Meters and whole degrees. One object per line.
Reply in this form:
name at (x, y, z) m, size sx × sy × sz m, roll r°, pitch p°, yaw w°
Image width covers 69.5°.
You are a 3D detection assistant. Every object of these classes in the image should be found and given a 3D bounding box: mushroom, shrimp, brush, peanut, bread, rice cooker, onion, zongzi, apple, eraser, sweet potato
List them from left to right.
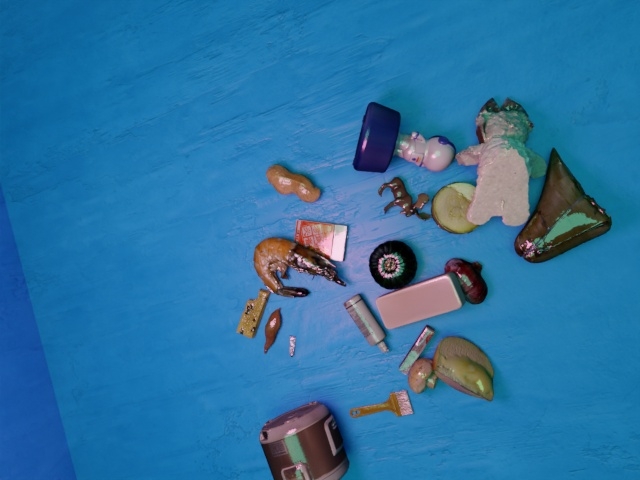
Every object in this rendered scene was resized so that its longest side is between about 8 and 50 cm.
bread at (-0.303, 0.323, 2.078) m, size 0.088 × 0.049 × 0.226 m, roll 20°, pitch 96°, yaw 14°
sweet potato at (-0.221, 0.406, 2.051) m, size 0.068 × 0.068 × 0.226 m, roll 19°, pitch 97°, yaw 14°
peanut at (-0.118, -0.245, 1.991) m, size 0.262 × 0.101 × 0.117 m, roll 22°, pitch 122°, yaw 11°
shrimp at (-0.097, 0.145, 1.984) m, size 0.444 × 0.085 × 0.272 m, roll 17°, pitch 112°, yaw 17°
rice cooker at (-0.060, 0.864, 1.879) m, size 0.335 × 0.335 × 0.326 m, roll -24°, pitch 81°, yaw 15°
eraser at (0.000, 0.000, 1.994) m, size 0.230 × 0.038 × 0.158 m, roll 7°, pitch 93°, yaw 16°
brush at (0.250, 0.709, 1.954) m, size 0.272 × 0.013 × 0.103 m, roll -18°, pitch 86°, yaw 16°
mushroom at (0.412, 0.541, 1.842) m, size 0.112 × 0.148 × 0.148 m, roll 20°, pitch 97°, yaw 30°
apple at (0.555, 0.492, 1.809) m, size 0.264 × 0.120 × 0.193 m, roll 30°, pitch 58°, yaw -2°
onion at (0.577, 0.152, 1.807) m, size 0.206 × 0.098 × 0.151 m, roll 44°, pitch 103°, yaw 11°
zongzi at (0.825, -0.122, 1.710) m, size 0.322 × 0.160 × 0.361 m, roll -29°, pitch 75°, yaw 15°

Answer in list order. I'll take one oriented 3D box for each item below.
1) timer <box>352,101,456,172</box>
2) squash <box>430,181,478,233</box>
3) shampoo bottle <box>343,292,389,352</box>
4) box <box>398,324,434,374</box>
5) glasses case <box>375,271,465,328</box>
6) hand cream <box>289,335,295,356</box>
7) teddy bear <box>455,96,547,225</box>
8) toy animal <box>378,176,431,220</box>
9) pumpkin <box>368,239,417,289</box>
timer at (0.337, -0.367, 1.810) m, size 0.383 × 0.270 × 0.271 m, roll 13°, pitch 95°, yaw -1°
squash at (0.541, -0.133, 1.802) m, size 0.220 × 0.133 × 0.221 m, roll -1°, pitch 85°, yaw 13°
shampoo bottle at (0.199, 0.351, 1.923) m, size 0.085 × 0.085 × 0.263 m, roll -35°, pitch 83°, yaw 13°
box at (0.393, 0.446, 1.888) m, size 0.039 × 0.055 × 0.218 m, roll 32°, pitch 100°, yaw 11°
glasses case at (0.391, 0.240, 1.828) m, size 0.336 × 0.076 × 0.144 m, roll -23°, pitch 86°, yaw 31°
hand cream at (-0.126, 0.471, 2.053) m, size 0.030 × 0.019 × 0.093 m, roll 3°, pitch 85°, yaw 17°
teddy bear at (0.676, -0.302, 1.745) m, size 0.327 × 0.362 × 0.376 m, roll 3°, pitch 124°, yaw 10°
toy animal at (0.341, -0.163, 1.869) m, size 0.185 × 0.094 × 0.215 m, roll -19°, pitch 78°, yaw 7°
pumpkin at (0.291, 0.098, 1.862) m, size 0.201 × 0.140 × 0.202 m, roll -2°, pitch 84°, yaw 17°
